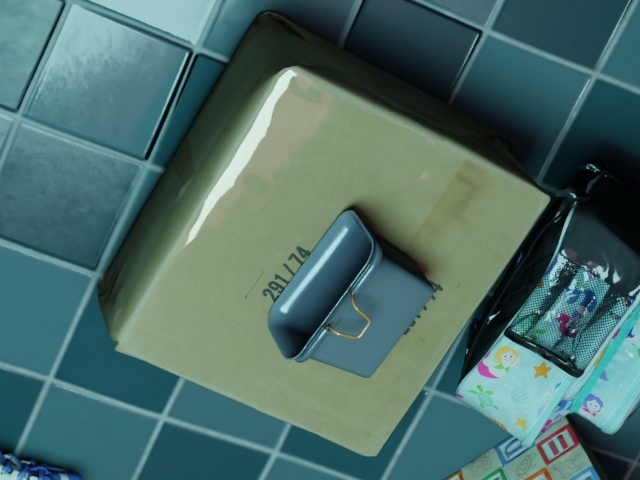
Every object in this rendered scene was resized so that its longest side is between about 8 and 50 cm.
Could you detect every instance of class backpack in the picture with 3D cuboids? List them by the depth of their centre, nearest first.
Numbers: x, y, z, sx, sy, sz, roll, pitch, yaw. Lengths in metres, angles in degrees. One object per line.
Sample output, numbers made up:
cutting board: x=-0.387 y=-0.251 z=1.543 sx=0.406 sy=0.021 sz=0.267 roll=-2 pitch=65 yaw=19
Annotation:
backpack: x=0.248 y=0.078 z=1.757 sx=0.191 sy=0.225 sz=0.253 roll=39 pitch=116 yaw=4

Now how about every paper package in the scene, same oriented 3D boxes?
paper package: x=0.000 y=0.000 z=1.727 sx=0.309 sy=0.168 sz=0.325 roll=26 pitch=107 yaw=-19

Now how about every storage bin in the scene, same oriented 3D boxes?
storage bin: x=0.035 y=0.058 z=1.622 sx=0.091 sy=0.098 sz=0.135 roll=26 pitch=107 yaw=-30

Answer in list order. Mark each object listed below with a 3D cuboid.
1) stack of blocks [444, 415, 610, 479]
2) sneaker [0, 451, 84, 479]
stack of blocks: x=0.228 y=0.310 z=1.824 sx=0.171 sy=0.297 sz=0.087 roll=-35 pitch=114 yaw=6
sneaker: x=-0.310 y=0.252 z=1.833 sx=0.131 sy=0.112 sz=0.296 roll=-33 pitch=123 yaw=-2
